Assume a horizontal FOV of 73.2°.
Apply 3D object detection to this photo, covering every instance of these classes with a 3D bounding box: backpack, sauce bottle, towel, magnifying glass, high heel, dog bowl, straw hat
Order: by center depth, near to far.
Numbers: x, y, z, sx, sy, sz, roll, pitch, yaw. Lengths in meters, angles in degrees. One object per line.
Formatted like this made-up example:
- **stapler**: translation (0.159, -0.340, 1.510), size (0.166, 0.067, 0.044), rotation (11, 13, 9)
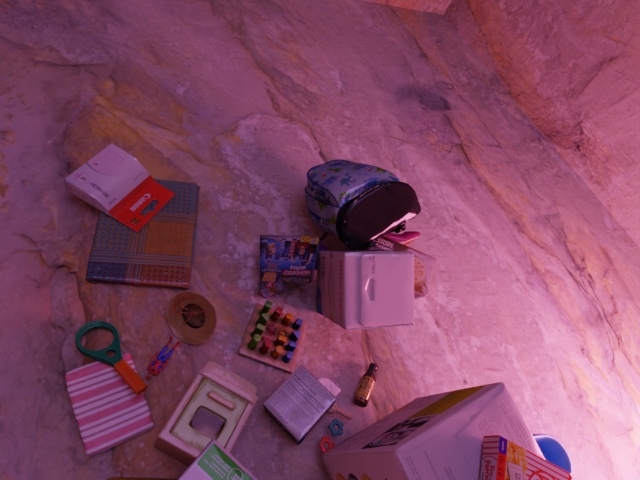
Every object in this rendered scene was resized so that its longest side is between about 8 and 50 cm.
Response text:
- **towel**: translation (-0.480, 0.366, 0.982), size (0.144, 0.029, 0.197), rotation (-14, 63, -35)
- **magnifying glass**: translation (-0.488, 0.274, 1.014), size (0.231, 0.026, 0.092), rotation (36, 40, 22)
- **straw hat**: translation (-0.331, 0.197, 1.147), size (0.144, 0.144, 0.061), rotation (37, 7, 4)
- **sauce bottle**: translation (0.132, 0.408, 1.226), size (0.042, 0.042, 0.128), rotation (30, 48, -2)
- **dog bowl**: translation (0.601, 0.647, 1.248), size (0.297, 0.074, 0.165), rotation (4, 55, -22)
- **towel**: translation (-0.503, -0.034, 1.257), size (0.272, 0.040, 0.370), rotation (7, 56, -19)
- **backpack**: translation (0.095, -0.135, 1.419), size (0.290, 0.355, 0.273), rotation (-27, 104, -17)
- **high heel**: translation (0.250, -0.026, 1.574), size (0.244, 0.082, 0.117), rotation (-18, 75, -19)

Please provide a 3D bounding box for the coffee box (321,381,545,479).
- **coffee box**: translation (0.268, 0.557, 0.957), size (0.338, 0.334, 0.337), rotation (-15, 73, -33)

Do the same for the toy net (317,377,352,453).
- **toy net**: translation (0.029, 0.478, 1.127), size (0.122, 0.045, 0.232), rotation (-12, 61, -29)

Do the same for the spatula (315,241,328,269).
- **spatula**: translation (0.058, 0.110, 1.400), size (0.296, 0.084, 0.030), rotation (42, 21, 0)

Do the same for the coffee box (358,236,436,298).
- **coffee box**: translation (0.245, 0.086, 1.450), size (0.247, 0.098, 0.141), rotation (23, 71, -9)

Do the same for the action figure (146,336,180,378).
- **action figure**: translation (-0.396, 0.293, 1.073), size (0.038, 0.030, 0.115), rotation (34, 51, -6)

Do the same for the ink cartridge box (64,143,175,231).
- **ink cartridge box**: translation (-0.573, -0.158, 1.251), size (0.232, 0.066, 0.189), rotation (29, 51, 1)

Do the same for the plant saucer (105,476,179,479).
- **plant saucer**: translation (-0.285, 0.644, 0.833), size (0.333, 0.081, 0.332), rotation (12, 52, -18)

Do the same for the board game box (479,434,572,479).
- **board game box**: translation (0.393, 0.485, 0.824), size (0.194, 0.045, 0.146), rotation (30, 55, -12)

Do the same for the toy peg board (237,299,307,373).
- **toy peg board**: translation (-0.121, 0.257, 1.194), size (0.161, 0.079, 0.161), rotation (23, 50, -8)

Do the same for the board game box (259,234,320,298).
- **board game box**: translation (-0.106, 0.080, 1.300), size (0.194, 0.060, 0.194), rotation (1, 58, 15)

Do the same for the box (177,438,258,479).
- **box**: translation (-0.237, 0.500, 0.736), size (0.127, 0.262, 0.231), rotation (40, 50, 8)

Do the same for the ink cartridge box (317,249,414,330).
- **ink cartridge box**: translation (0.117, 0.126, 1.220), size (0.197, 0.270, 0.198), rotation (0, 90, -15)

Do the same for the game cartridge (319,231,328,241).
- **game cartridge**: translation (0.000, 0.000, 1.452), size (0.017, 0.056, 0.083), rotation (42, 46, -2)

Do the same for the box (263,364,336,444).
- **box**: translation (-0.052, 0.412, 1.085), size (0.126, 0.072, 0.137), rotation (39, 61, 21)

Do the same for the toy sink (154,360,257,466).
- **toy sink**: translation (-0.247, 0.392, 1.000), size (0.153, 0.131, 0.234), rotation (31, 48, -2)
